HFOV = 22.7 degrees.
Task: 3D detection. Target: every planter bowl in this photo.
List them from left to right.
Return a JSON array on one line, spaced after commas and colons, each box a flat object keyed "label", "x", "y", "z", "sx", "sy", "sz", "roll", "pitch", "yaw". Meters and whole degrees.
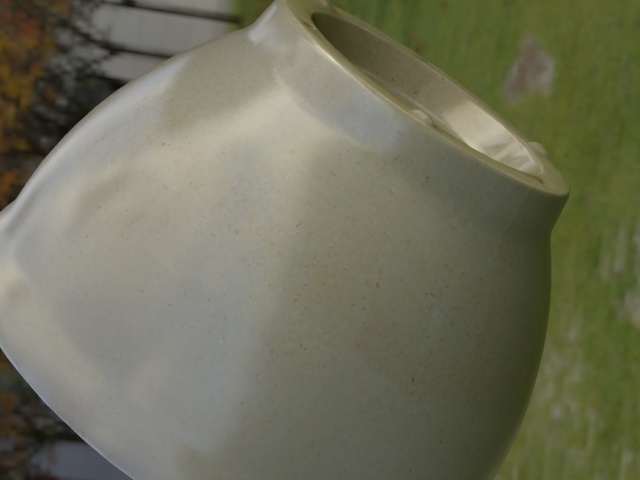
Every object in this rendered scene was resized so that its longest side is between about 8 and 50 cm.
[{"label": "planter bowl", "x": 0.000, "y": 0.000, "z": 0.447, "sx": 0.109, "sy": 0.162, "sz": 0.162, "roll": -56, "pitch": 14, "yaw": 16}]
